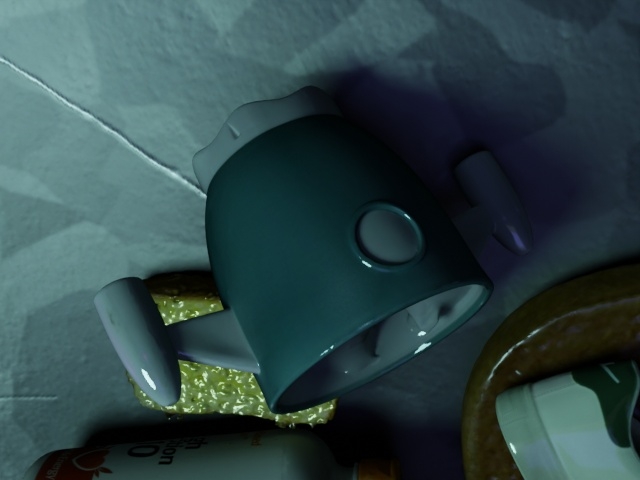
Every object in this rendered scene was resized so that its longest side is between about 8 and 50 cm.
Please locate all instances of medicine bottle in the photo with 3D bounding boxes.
[{"bbox_3d":[-0.077,0.229,0.693,0.288,0.157,0.157,-7,110,5],"label":"medicine bottle"}]

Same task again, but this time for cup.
[{"bbox_3d":[0.000,0.000,0.588,0.299,0.167,0.173,-21,69,-24],"label":"cup"}]

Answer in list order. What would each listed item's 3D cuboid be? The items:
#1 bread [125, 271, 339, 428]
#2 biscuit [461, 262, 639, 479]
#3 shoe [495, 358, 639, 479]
[{"bbox_3d":[-0.066,0.081,0.687,0.187,0.065,0.103,2,109,-2],"label":"bread"},{"bbox_3d":[0.294,0.160,0.699,0.367,0.063,0.314,-3,115,5],"label":"biscuit"},{"bbox_3d":[0.230,0.199,0.639,0.110,0.095,0.265,-31,105,16],"label":"shoe"}]
